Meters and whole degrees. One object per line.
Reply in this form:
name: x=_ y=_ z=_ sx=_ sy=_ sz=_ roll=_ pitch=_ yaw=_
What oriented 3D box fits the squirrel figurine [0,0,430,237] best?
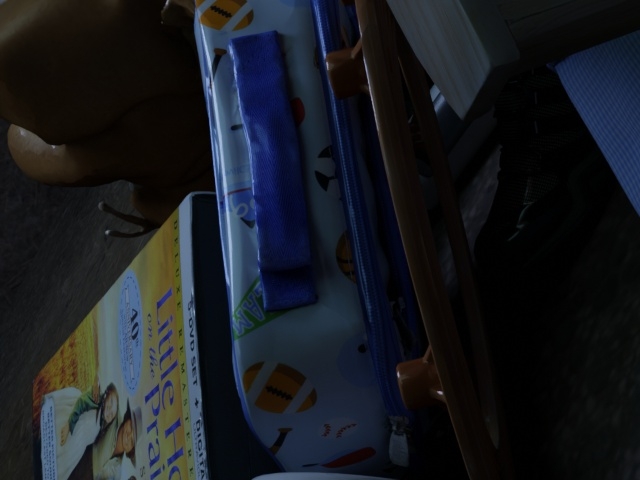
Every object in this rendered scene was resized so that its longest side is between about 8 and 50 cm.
squirrel figurine: x=-0.084 y=-0.120 z=1.355 sx=0.397 sy=0.370 sz=0.281 roll=-11 pitch=44 yaw=32

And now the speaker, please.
speaker: x=0.097 y=-0.088 z=1.185 sx=0.136 sy=0.055 sz=0.055 roll=-54 pitch=19 yaw=27

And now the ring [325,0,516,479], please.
ring: x=0.051 y=0.000 z=0.835 sx=0.032 sy=0.336 sz=0.336 roll=-14 pitch=31 yaw=7

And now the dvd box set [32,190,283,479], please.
dvd box set: x=-0.132 y=0.184 z=1.243 sx=0.420 sy=0.062 sz=0.307 roll=138 pitch=131 yaw=-57

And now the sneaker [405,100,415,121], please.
sneaker: x=0.042 y=-0.031 z=1.280 sx=0.170 sy=0.051 sz=0.089 roll=-47 pitch=23 yaw=55

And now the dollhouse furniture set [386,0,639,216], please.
dollhouse furniture set: x=0.113 y=-0.053 z=0.697 sx=0.303 sy=0.198 sz=0.286 roll=112 pitch=135 yaw=-68

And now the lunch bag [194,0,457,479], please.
lunch bag: x=0.000 y=0.000 z=0.985 sx=0.243 sy=0.115 sz=0.303 roll=72 pitch=-172 yaw=-63

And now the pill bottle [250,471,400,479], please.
pill bottle: x=0.008 y=0.229 z=0.840 sx=0.117 sy=0.118 sz=0.208 roll=151 pitch=127 yaw=-62

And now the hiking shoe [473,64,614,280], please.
hiking shoe: x=0.126 y=-0.090 z=0.996 sx=0.227 sy=0.114 sz=0.086 roll=-66 pitch=16 yaw=-8
